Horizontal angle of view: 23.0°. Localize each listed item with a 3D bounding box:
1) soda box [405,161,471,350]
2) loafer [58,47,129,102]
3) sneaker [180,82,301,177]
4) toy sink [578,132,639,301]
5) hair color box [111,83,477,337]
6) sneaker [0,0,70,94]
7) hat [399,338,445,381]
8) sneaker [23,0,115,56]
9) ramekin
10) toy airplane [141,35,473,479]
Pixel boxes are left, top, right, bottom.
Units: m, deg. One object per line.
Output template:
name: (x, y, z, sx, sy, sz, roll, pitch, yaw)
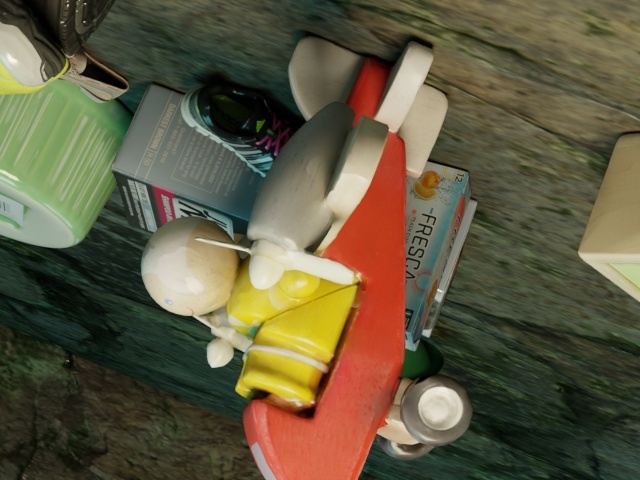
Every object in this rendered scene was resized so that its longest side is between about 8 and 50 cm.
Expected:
soda box: (0.095, 0.013, 1.576, 0.063, 0.183, 0.058, 17, 162, 15)
loafer: (-0.253, -0.185, 1.662, 0.039, 0.045, 0.125, -10, 154, 31)
sneaker: (-0.061, -0.110, 1.601, 0.170, 0.063, 0.075, 29, 168, -7)
toy sink: (0.361, 0.017, 1.345, 0.234, 0.131, 0.153, 33, 161, -34)
hair color box: (-0.029, -0.029, 1.725, 0.374, 0.113, 0.185, 20, 163, 6)
sneaker: (-0.353, -0.174, 1.400, 0.385, 0.147, 0.145, 19, 149, 53)
hat: (0.076, 0.082, 2.089, 0.173, 0.183, 0.208, 19, -154, 35)
sneaker: (-0.243, -0.264, 1.330, 0.130, 0.109, 0.286, 28, 158, 14)
ramekin: (-0.374, -0.113, 1.836, 0.303, 0.148, 0.303, 20, 163, 6)
toy airplane: (-0.018, 0.000, 1.368, 0.272, 0.384, 0.386, 2, 121, -8)
